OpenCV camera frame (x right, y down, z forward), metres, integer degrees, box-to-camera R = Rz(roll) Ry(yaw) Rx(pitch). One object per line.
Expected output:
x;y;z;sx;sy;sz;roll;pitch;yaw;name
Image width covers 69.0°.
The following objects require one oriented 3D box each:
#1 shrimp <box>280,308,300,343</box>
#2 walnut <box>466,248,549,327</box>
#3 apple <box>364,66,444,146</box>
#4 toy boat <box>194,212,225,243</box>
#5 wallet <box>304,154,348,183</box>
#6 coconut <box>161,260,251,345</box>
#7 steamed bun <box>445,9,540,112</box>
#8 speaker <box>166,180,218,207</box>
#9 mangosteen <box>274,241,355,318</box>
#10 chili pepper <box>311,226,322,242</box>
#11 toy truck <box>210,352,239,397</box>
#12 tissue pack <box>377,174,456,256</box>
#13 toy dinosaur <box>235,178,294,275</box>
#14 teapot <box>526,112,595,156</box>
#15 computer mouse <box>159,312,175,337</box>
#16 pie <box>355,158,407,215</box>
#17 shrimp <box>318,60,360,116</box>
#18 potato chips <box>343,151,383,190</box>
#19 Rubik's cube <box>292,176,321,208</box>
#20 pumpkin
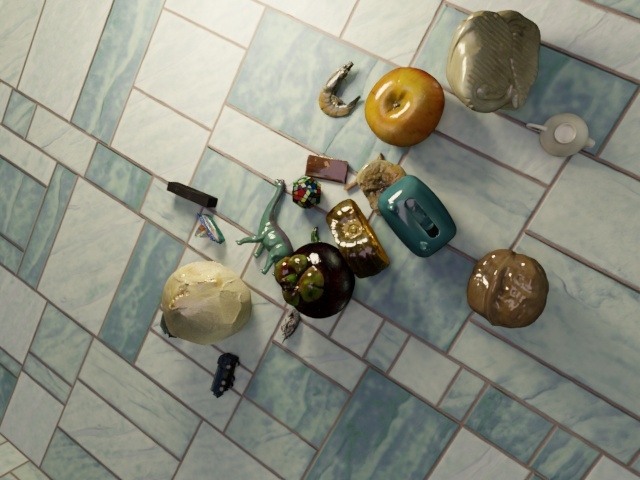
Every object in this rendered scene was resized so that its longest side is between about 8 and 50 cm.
-0.134;0.365;1.958;0.065;0.056;0.165;29;93;-1;shrimp
0.637;0.167;1.591;0.272;0.227;0.274;0;90;19;walnut
0.295;-0.474;1.655;0.285;0.233;0.287;2;96;19;apple
-0.504;-0.044;2.031;0.110;0.091;0.175;-34;78;1;toy boat
0.026;-0.288;1.869;0.176;0.026;0.095;13;104;18;wallet
-0.469;0.257;1.903;0.345;0.360;0.347;2;96;21;coconut
0.555;-0.587;1.561;0.309;0.219;0.325;-4;99;-19;steamed bun
-0.564;-0.203;2.047;0.218;0.082;0.044;23;102;17;speaker
-0.019;0.161;1.773;0.299;0.300;0.301;1;95;19;mangosteen
-0.006;0.004;1.900;0.055;0.035;0.118;-34;73;5;chili pepper
-0.429;0.600;2.071;0.088;0.074;0.202;23;102;25;toy truck
0.344;-0.085;1.657;0.198;0.206;0.288;-37;95;10;tissue pack
-0.149;-0.020;1.921;0.383;0.129;0.331;44;97;10;toy dinosaur
0.809;-0.360;1.568;0.226;0.092;0.145;25;101;19;teapot
-0.672;0.347;2.129;0.126;0.071;0.231;30;104;14;computer mouse
0.245;-0.209;1.776;0.185;0.052;0.218;-35;92;9;pie
0.086;-0.583;1.818;0.150;0.051;0.217;39;113;9;shrimp
0.172;-0.262;1.822;0.204;0.026;0.037;-43;79;18;potato chips
-0.056;-0.190;1.858;0.112;0.133;0.133;-39;81;44;Rubik's cube
0.142;0.003;1.749;0.139;0.222;0.317;-34;55;9;pumpkin
